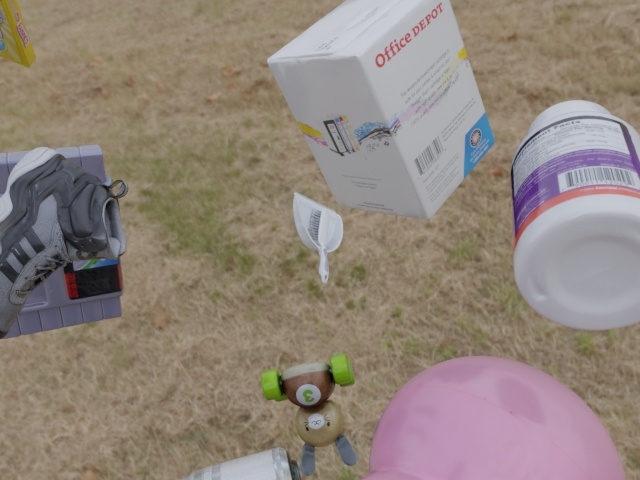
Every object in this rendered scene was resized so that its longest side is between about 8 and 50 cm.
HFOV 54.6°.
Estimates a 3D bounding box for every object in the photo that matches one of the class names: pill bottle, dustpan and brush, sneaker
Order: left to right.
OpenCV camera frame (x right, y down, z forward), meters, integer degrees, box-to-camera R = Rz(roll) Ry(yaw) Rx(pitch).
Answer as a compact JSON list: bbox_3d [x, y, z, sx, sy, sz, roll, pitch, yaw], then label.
[{"bbox_3d":[-0.347,0.022,0.801,0.153,0.101,0.268,19,83,2],"label":"sneaker"},{"bbox_3d":[0.000,0.000,1.398,0.060,0.147,0.211,-17,60,43],"label":"dustpan and brush"},{"bbox_3d":[0.202,-0.033,0.478,0.108,0.108,0.193,-3,35,18],"label":"pill bottle"}]

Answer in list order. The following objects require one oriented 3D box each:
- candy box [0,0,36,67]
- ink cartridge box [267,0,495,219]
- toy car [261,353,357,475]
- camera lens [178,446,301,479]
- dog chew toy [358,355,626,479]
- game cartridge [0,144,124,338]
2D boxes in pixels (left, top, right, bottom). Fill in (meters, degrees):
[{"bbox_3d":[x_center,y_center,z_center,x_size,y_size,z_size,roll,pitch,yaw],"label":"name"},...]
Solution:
[{"bbox_3d":[-0.440,-0.308,0.797,0.105,0.206,0.027,20,68,-5],"label":"candy box"},{"bbox_3d":[0.083,-0.175,0.792,0.168,0.232,0.171,13,50,47],"label":"ink cartridge box"},{"bbox_3d":[-0.006,0.315,1.106,0.155,0.149,0.188,-14,72,4],"label":"toy car"},{"bbox_3d":[-0.170,0.609,1.412,0.274,0.219,0.219,-13,36,-6],"label":"camera lens"},{"bbox_3d":[0.090,0.243,0.468,0.207,0.206,0.332,17,45,38],"label":"dog chew toy"},{"bbox_3d":[-0.480,0.009,1.105,0.230,0.354,0.068,-7,34,-18],"label":"game cartridge"}]
